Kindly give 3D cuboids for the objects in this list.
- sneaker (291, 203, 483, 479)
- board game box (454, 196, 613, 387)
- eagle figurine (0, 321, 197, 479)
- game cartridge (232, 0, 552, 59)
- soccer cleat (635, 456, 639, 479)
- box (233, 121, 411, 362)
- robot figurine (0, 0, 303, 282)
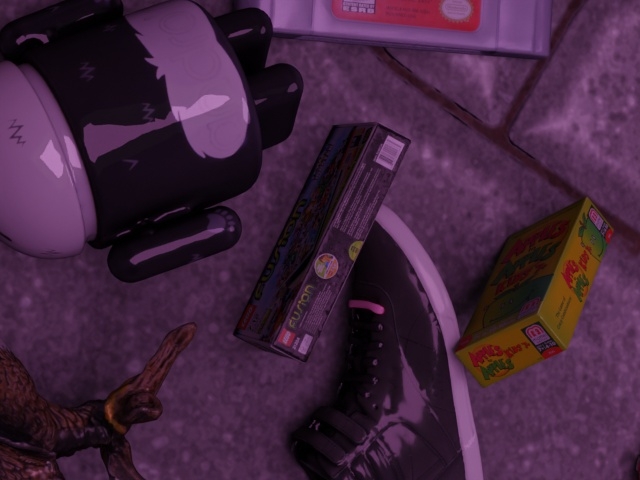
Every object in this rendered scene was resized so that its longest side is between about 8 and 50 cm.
[{"bbox_3d":[0.040,0.122,1.641,0.147,0.104,0.295,-19,102,-23],"label":"sneaker"},{"bbox_3d":[0.186,0.043,1.648,0.043,0.092,0.181,49,37,-15],"label":"board game box"},{"bbox_3d":[-0.282,0.127,1.492,0.298,0.225,0.226,11,99,-30],"label":"eagle figurine"},{"bbox_3d":[0.071,-0.266,1.667,0.294,0.060,0.196,2,87,-20],"label":"game cartridge"},{"bbox_3d":[0.349,0.305,1.764,0.083,0.095,0.248,-12,96,-19],"label":"soccer cleat"},{"bbox_3d":[0.000,0.000,1.619,0.036,0.114,0.207,28,82,-18],"label":"box"},{"bbox_3d":[-0.156,-0.090,1.533,0.278,0.209,0.173,-22,121,-18],"label":"robot figurine"}]
